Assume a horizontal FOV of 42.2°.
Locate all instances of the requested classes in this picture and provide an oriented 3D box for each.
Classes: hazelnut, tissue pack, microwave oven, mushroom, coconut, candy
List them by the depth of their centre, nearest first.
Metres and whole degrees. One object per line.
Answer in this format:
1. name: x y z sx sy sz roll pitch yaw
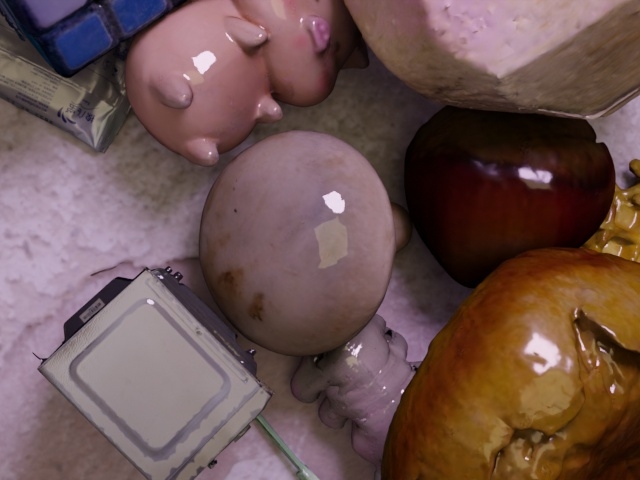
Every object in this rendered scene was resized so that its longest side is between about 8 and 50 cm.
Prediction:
1. coconut: 0.202 -0.270 0.705 0.352 0.352 0.353 0 88 -12
2. microwave oven: -0.138 0.105 0.723 0.129 0.205 0.163 -42 98 -10
3. mushroom: 0.000 0.000 0.782 0.215 0.207 0.207 -6 90 -46
4. tissue pack: -0.265 -0.178 0.793 0.193 0.026 0.123 26 84 -10
5. hazelnut: 0.181 -0.042 0.820 0.208 0.208 0.208 0 88 -12
6. candy: -0.014 0.234 0.832 0.194 0.062 0.058 50 124 2

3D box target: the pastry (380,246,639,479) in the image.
1. pastry: 0.204 0.162 0.731 0.356 0.164 0.356 -23 129 -32

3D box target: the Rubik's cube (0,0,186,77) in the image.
1. Rubik's cube: -0.198 -0.361 0.636 0.293 0.287 0.292 -35 68 -10

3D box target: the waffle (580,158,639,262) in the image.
1. waffle: 0.381 0.052 0.909 0.259 0.069 0.293 -16 91 -13

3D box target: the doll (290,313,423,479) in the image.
1. doll: 0.066 0.151 0.823 0.192 0.095 0.149 44 75 -6

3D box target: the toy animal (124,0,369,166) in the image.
1. toy animal: -0.065 -0.176 0.775 0.250 0.154 0.166 -35 138 -19
